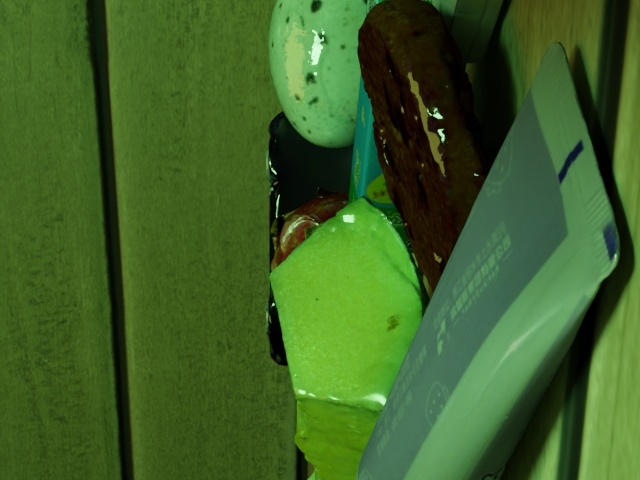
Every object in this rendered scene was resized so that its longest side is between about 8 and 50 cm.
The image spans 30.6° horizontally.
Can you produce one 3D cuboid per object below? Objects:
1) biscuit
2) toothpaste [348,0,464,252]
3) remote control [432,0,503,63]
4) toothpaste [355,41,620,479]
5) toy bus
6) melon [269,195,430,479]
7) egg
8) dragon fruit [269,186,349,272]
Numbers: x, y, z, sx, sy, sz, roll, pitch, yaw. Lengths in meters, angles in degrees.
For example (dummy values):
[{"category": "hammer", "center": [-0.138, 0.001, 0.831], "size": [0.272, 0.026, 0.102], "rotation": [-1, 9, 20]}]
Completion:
[{"category": "biscuit", "center": [0.067, -0.053, 0.697], "size": [0.192, 0.049, 0.192], "rotation": [161, 90, -84]}, {"category": "toothpaste", "center": [0.062, -0.086, 0.861], "size": [0.266, 0.065, 0.050], "rotation": [94, 169, -53]}, {"category": "remote control", "center": [0.089, -0.195, 0.622], "size": [0.250, 0.034, 0.103], "rotation": [96, 172, -67]}, {"category": "toothpaste", "center": [0.077, 0.073, 0.619], "size": [0.371, 0.080, 0.125], "rotation": [101, 168, -50]}, {"category": "toy bus", "center": [0.000, 0.000, 1.359], "size": [0.147, 0.127, 0.302], "rotation": [92, 177, -84]}, {"category": "melon", "center": [0.035, 0.144, 0.915], "size": [0.323, 0.124, 0.196], "rotation": [84, -178, -46]}, {"category": "egg", "center": [0.019, -0.150, 0.941], "size": [0.131, 0.131, 0.164], "rotation": [105, 178, -77]}, {"category": "dragon fruit", "center": [0.026, 0.034, 1.157], "size": [0.125, 0.125, 0.246], "rotation": [-62, -27, -17]}]
